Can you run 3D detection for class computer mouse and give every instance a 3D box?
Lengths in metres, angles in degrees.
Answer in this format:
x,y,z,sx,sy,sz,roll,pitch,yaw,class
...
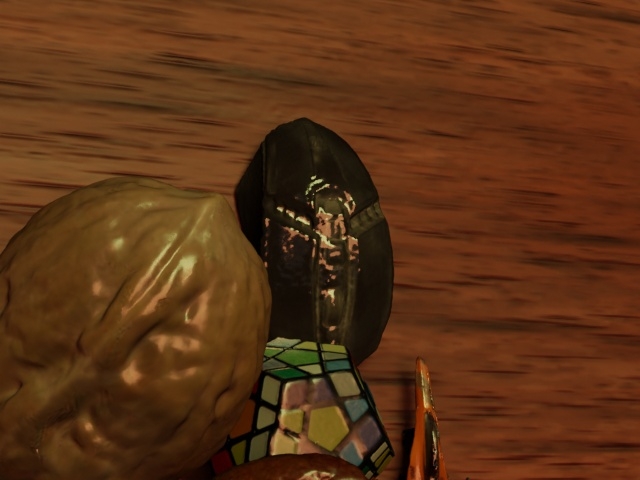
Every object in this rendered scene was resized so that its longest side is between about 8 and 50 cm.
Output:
x,y,z,sx,sy,sz,roll,pitch,yaw,class
0.000,0.000,0.790,0.106,0.062,0.192,-1,77,-21,computer mouse

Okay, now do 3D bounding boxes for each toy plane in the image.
x,y,z,sx,sy,sz,roll,pitch,yaw,class
0.074,0.180,0.786,0.135,0.062,0.188,4,63,-20,toy plane

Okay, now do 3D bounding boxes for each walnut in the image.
x,y,z,sx,sy,sz,roll,pitch,yaw,class
-0.121,0.059,0.654,0.178,0.178,0.230,32,113,-16,walnut

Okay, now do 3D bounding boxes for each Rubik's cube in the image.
x,y,z,sx,sy,sz,roll,pitch,yaw,class
-0.016,0.128,0.728,0.112,0.133,0.133,-25,88,3,Rubik's cube

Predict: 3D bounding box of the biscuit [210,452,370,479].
x,y,z,sx,sy,sz,roll,pitch,yaw,class
-0.007,0.205,0.682,0.192,0.192,0.049,31,36,-12,biscuit
